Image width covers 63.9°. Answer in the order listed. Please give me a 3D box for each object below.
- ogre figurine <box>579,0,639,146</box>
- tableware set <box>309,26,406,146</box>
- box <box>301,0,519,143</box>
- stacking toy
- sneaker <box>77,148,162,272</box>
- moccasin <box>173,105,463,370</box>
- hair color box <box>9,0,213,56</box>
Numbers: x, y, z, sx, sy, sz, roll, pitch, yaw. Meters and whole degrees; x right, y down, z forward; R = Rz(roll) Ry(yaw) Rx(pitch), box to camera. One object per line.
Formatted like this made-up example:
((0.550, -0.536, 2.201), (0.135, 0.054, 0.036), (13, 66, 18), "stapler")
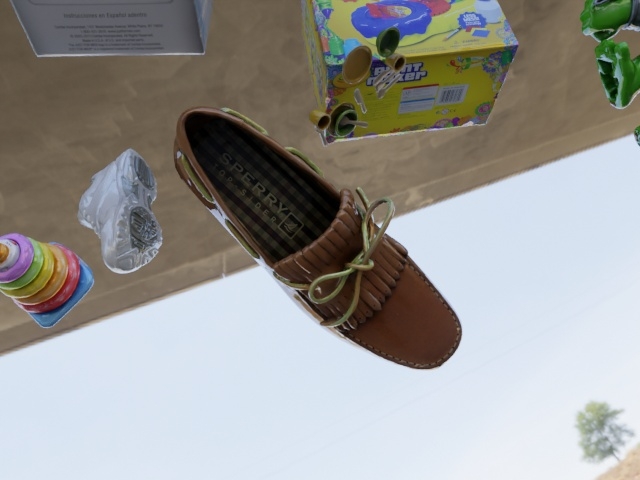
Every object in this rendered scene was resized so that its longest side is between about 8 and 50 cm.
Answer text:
((0.306, -0.130, 0.414), (0.118, 0.197, 0.097), (-28, -21, 8), "ogre figurine")
((0.049, -0.188, 0.641), (0.154, 0.024, 0.104), (-43, -33, -6), "tableware set")
((0.126, -0.342, 0.873), (0.289, 0.280, 0.177), (-8, -29, -5), "box")
((-0.638, 0.048, 1.077), (0.166, 0.175, 0.302), (-49, -19, -13), "stacking toy")
((-0.306, -0.031, 0.765), (0.115, 0.232, 0.090), (-25, -46, 8), "sneaker")
((0.002, -0.002, 0.548), (0.139, 0.380, 0.147), (-43, 2, -6), "moccasin")
((-0.217, -0.354, 0.439), (0.185, 0.114, 0.375), (-1, -38, -1), "hair color box")
